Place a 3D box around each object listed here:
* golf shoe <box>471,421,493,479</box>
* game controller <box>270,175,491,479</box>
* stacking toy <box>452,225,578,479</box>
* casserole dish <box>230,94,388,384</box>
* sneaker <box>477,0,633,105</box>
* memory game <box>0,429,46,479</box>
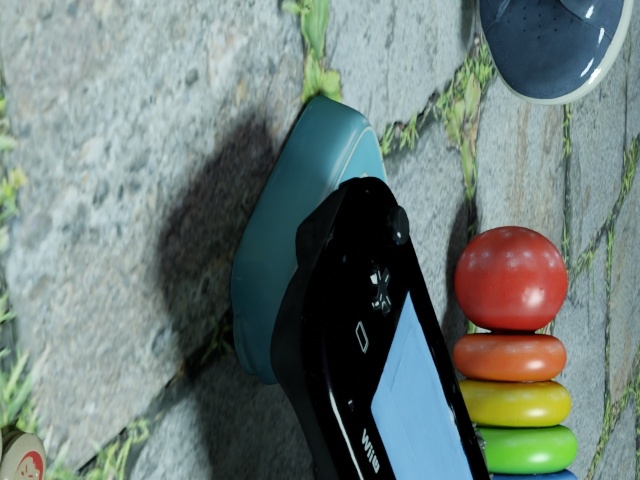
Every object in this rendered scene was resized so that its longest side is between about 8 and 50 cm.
[{"bbox_3d":[0.037,0.240,1.012,0.120,0.105,0.272,98,10,-66],"label":"golf shoe"},{"bbox_3d":[0.050,0.127,0.842,0.166,0.067,0.319,-80,154,-57],"label":"game controller"},{"bbox_3d":[0.144,0.153,1.215,0.141,0.141,0.330,3,86,-69],"label":"stacking toy"},{"bbox_3d":[0.000,0.000,0.900,0.114,0.037,0.188,73,32,-44],"label":"casserole dish"},{"bbox_3d":[0.149,-0.273,1.103,0.148,0.131,0.350,-6,96,-61],"label":"sneaker"},{"bbox_3d":[-0.146,0.158,0.604,0.186,0.012,0.186,6,90,-68],"label":"memory game"}]
